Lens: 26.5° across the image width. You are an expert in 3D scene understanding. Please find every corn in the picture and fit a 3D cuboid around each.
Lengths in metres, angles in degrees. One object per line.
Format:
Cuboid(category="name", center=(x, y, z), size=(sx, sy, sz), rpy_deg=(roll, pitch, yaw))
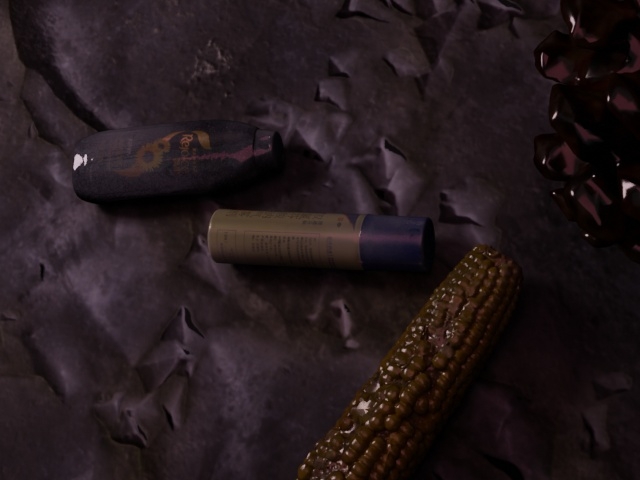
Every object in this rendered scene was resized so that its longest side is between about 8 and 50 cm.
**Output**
Cuboid(category="corn", center=(0.088, 0.145, 1.301), size=(0.097, 0.097, 0.320), rpy_deg=(32, 80, 25))

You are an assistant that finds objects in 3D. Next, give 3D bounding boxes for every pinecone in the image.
Cuboid(category="pinecone", center=(0.362, -0.110, 1.165), size=(0.398, 0.398, 0.397), rpy_deg=(-6, 68, 15))

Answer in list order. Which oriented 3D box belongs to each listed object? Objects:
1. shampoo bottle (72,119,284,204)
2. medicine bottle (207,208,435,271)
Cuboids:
Cuboid(category="shampoo bottle", center=(-0.157, -0.087, 1.487), size=(0.234, 0.049, 0.087), rpy_deg=(-4, 71, 16))
Cuboid(category="medicine bottle", center=(0.000, 0.000, 1.401), size=(0.231, 0.059, 0.059), rpy_deg=(2, 71, 18))
